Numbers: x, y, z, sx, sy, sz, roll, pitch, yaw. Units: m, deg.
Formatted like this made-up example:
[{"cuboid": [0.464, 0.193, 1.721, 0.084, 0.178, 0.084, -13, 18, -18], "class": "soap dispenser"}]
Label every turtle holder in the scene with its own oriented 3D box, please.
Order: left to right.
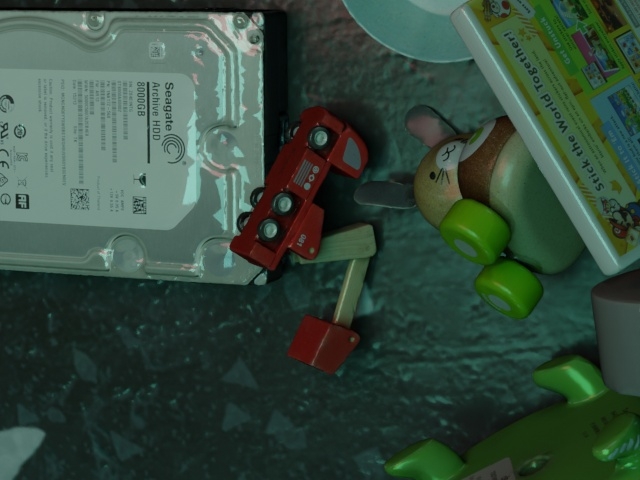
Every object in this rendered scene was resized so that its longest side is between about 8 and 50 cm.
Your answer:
[{"cuboid": [0.224, 0.224, 1.405, 0.227, 0.320, 0.243, 61, 157, -13], "class": "turtle holder"}]

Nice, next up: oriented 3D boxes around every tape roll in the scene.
[{"cuboid": [0.313, 0.059, 1.329, 0.219, 0.219, 0.072, -6, 98, 21], "class": "tape roll"}]

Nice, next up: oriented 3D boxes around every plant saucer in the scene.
[{"cuboid": [0.103, -0.242, 1.455, 0.195, 0.037, 0.195, 4, 100, 20], "class": "plant saucer"}]

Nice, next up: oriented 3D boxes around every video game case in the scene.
[{"cuboid": [0.232, -0.115, 1.358, 0.227, 0.206, 0.026, 59, 152, 2], "class": "video game case"}]

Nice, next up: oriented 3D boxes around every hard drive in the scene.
[{"cuboid": [-0.195, -0.086, 1.575, 0.339, 0.064, 0.236, 4, 100, 18], "class": "hard drive"}]

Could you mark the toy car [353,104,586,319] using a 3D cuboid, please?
[{"cuboid": [0.118, -0.052, 1.432, 0.188, 0.149, 0.155, 22, 68, 39], "class": "toy car"}]

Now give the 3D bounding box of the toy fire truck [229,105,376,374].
[{"cuboid": [0.000, 0.000, 1.504, 0.135, 0.047, 0.192, 32, 82, -29], "class": "toy fire truck"}]
